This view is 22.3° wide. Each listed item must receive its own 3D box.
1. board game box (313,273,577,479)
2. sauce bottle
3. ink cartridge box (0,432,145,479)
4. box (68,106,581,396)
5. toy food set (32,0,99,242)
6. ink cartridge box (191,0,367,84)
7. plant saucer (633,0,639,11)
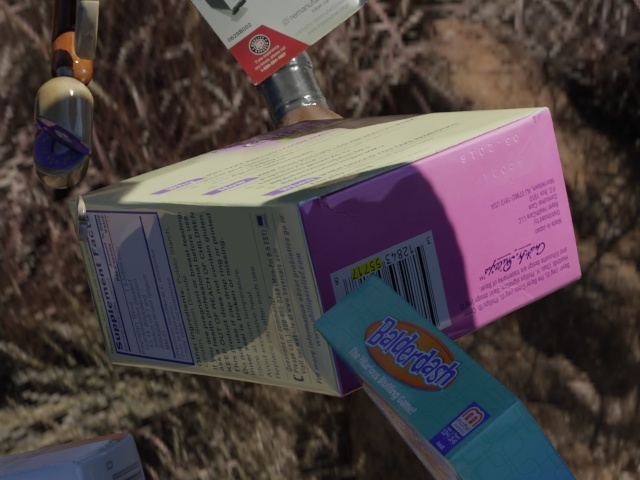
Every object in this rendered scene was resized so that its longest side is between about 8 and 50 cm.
[{"bbox_3d":[0.096,0.128,0.845,0.047,0.210,0.160,-40,32,-5],"label":"board game box"},{"bbox_3d":[0.010,-0.055,1.753,0.111,0.111,0.344,-20,66,-7],"label":"sauce bottle"},{"bbox_3d":[-0.128,0.154,0.554,0.179,0.045,0.145,-14,92,25],"label":"ink cartridge box"},{"bbox_3d":[0.000,0.000,1.041,0.213,0.117,0.243,-23,16,-38],"label":"box"},{"bbox_3d":[-0.087,-0.063,0.554,0.019,0.078,0.122,2,97,-10],"label":"toy food set"},{"bbox_3d":[-0.043,-0.190,1.095,0.099,0.135,0.056,-34,10,23],"label":"ink cartridge box"},{"bbox_3d":[0.400,-0.280,1.498,0.332,0.332,0.084,37,48,25],"label":"plant saucer"}]
